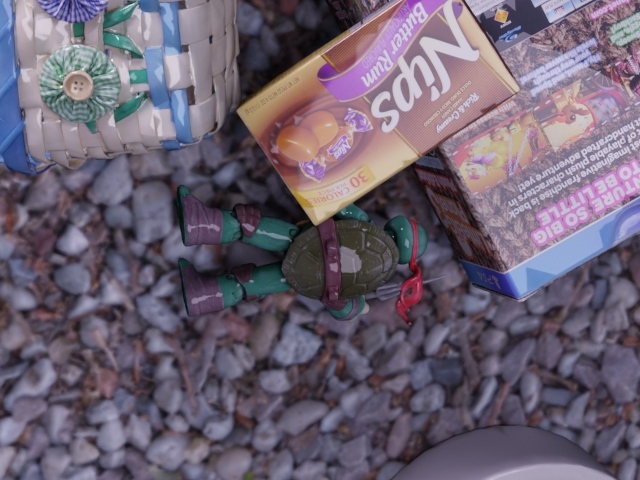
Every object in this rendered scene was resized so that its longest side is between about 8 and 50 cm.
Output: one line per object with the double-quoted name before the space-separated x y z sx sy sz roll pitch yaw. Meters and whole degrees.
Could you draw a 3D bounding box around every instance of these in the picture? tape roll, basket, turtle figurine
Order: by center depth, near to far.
"basket" -0.210 -0.178 1.361 0.289 0.201 0.255 3 109 18
"turtle figurine" 0.000 0.000 1.516 0.234 0.118 0.175 -5 107 -10
"tape roll" 0.172 0.318 1.666 0.286 0.100 0.286 -5 107 -17

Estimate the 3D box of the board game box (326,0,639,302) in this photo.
"board game box" 0.175 -0.135 1.481 0.232 0.141 0.291 -28 99 -8

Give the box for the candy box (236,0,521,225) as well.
"candy box" 0.044 -0.108 1.366 0.186 0.053 0.109 -33 99 7
